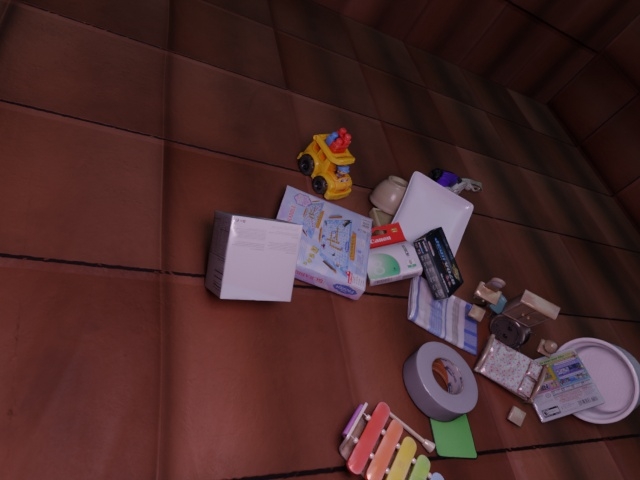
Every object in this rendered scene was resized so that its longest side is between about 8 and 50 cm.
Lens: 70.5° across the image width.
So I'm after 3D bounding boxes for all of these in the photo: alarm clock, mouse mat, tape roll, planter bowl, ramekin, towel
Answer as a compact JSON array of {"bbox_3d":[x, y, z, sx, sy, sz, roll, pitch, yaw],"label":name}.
[{"bbox_3d":[0.649,0.304,1.600,0.064,0.129,0.192,-11,42,-37],"label":"alarm clock"},{"bbox_3d":[0.373,0.527,1.304,0.153,0.007,0.189,15,48,-24],"label":"mouse mat"},{"bbox_3d":[0.352,0.412,1.331,0.219,0.072,0.219,21,41,-19],"label":"tape roll"},{"bbox_3d":[0.283,-0.181,1.739,0.162,0.109,0.162,19,28,-11],"label":"planter bowl"},{"bbox_3d":[0.956,0.476,1.556,0.135,0.277,0.277,11,49,-37],"label":"ramekin"},{"bbox_3d":[0.424,0.248,1.557,0.285,0.034,0.209,30,44,-10],"label":"towel"}]

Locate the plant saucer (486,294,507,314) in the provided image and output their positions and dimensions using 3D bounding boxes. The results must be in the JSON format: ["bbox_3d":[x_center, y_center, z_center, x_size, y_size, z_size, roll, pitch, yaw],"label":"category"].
[{"bbox_3d":[0.675,0.242,1.741,0.119,0.021,0.119,19,45,-20],"label":"plant saucer"}]

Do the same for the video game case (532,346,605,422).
[{"bbox_3d":[0.798,0.483,1.522,0.212,0.023,0.193,-20,59,3],"label":"video game case"}]

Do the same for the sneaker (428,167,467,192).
[{"bbox_3d":[0.525,-0.251,2.012,0.293,0.102,0.146,-17,61,-47],"label":"sneaker"}]

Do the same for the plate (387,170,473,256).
[{"bbox_3d":[0.407,-0.076,1.684,0.277,0.045,0.278,28,76,-10],"label":"plate"}]

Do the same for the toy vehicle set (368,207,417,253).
[{"bbox_3d":[0.320,-0.032,1.722,0.267,0.035,0.166,8,51,-29],"label":"toy vehicle set"}]

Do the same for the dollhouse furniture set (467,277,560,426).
[{"bbox_3d":[0.579,0.339,1.418,0.303,0.174,0.355,29,71,10],"label":"dollhouse furniture set"}]

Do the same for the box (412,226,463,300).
[{"bbox_3d":[0.411,0.077,1.570,0.175,0.051,0.220,-23,92,-53],"label":"box"}]

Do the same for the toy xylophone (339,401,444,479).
[{"bbox_3d":[0.190,0.532,1.120,0.323,0.081,0.236,37,42,-2],"label":"toy xylophone"}]

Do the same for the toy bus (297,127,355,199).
[{"bbox_3d":[0.051,-0.288,1.631,0.149,0.211,0.220,-15,65,-43],"label":"toy bus"}]

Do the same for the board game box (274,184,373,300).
[{"bbox_3d":[0.000,0.000,1.432,0.318,0.066,0.318,22,45,-8],"label":"board game box"}]

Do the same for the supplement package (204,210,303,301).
[{"bbox_3d":[-0.176,0.040,1.173,0.194,0.149,0.203,7,94,-30],"label":"supplement package"}]

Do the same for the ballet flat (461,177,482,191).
[{"bbox_3d":[0.726,-0.264,2.185,0.168,0.057,0.052,3,63,-32],"label":"ballet flat"}]

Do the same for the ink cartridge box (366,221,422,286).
[{"bbox_3d":[0.221,0.033,1.531,0.181,0.056,0.224,-12,60,-6],"label":"ink cartridge box"}]
